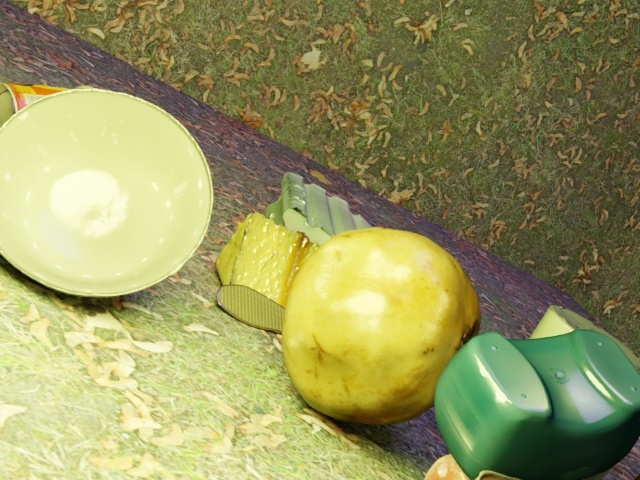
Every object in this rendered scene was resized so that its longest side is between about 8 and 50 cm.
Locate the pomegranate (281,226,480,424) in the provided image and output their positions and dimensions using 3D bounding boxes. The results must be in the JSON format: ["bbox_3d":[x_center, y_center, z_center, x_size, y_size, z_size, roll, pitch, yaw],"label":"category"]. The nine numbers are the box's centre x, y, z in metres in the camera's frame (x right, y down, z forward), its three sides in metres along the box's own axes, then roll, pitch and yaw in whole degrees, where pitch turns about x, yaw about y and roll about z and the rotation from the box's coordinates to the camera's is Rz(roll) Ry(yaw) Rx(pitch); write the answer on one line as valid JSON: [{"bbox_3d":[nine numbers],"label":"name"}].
[{"bbox_3d":[0.091,0.137,1.397,0.333,0.332,0.332,30,13,-8],"label":"pomegranate"}]

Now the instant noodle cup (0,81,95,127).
[{"bbox_3d":[-0.498,-0.185,1.523,0.174,0.213,0.213,5,29,-47],"label":"instant noodle cup"}]

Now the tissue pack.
[{"bbox_3d":[0.314,0.253,1.266,0.288,0.206,0.198,-1,39,-24],"label":"tissue pack"}]

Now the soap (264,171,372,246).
[{"bbox_3d":[0.000,0.000,2.063,0.261,0.156,0.446,30,13,-12],"label":"soap"}]

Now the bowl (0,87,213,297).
[{"bbox_3d":[-0.342,-0.051,1.329,0.337,0.337,0.157,31,-27,-3],"label":"bowl"}]

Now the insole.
[{"bbox_3d":[-0.084,0.141,1.599,0.253,0.005,0.086,27,42,-28],"label":"insole"}]

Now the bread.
[{"bbox_3d":[-0.076,0.078,1.700,0.266,0.142,0.178,26,55,-30],"label":"bread"}]

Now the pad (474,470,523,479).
[{"bbox_3d":[0.321,0.457,1.117,0.284,0.018,0.286,22,46,-28],"label":"pad"}]

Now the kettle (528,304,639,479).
[{"bbox_3d":[0.427,0.313,1.530,0.265,0.318,0.205,43,16,35],"label":"kettle"}]

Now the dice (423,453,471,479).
[{"bbox_3d":[0.213,0.380,1.293,0.093,0.091,0.094,24,16,-30],"label":"dice"}]

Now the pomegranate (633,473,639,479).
[{"bbox_3d":[0.664,0.518,1.582,0.233,0.233,0.233,30,13,-8],"label":"pomegranate"}]
